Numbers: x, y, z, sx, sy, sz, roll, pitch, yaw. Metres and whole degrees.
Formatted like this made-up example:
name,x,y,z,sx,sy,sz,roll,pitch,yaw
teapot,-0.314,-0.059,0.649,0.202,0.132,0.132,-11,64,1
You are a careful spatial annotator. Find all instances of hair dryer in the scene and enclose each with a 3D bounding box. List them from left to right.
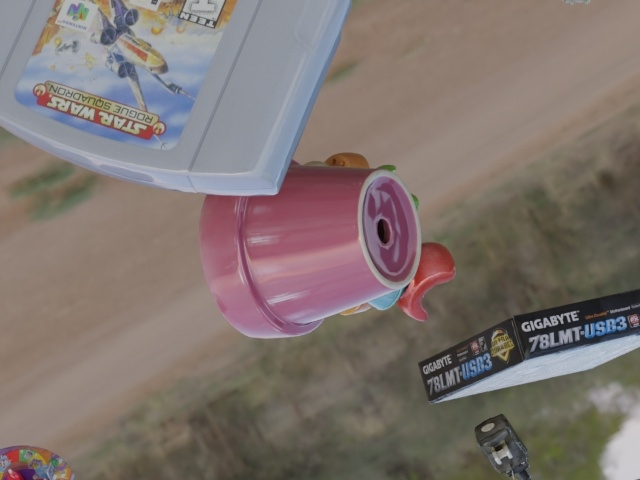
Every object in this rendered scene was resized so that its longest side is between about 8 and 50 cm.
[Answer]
name,x,y,z,sx,sy,sz,roll,pitch,yaw
hair dryer,0.176,0.326,1.488,0.080,0.293,0.223,-10,-138,23

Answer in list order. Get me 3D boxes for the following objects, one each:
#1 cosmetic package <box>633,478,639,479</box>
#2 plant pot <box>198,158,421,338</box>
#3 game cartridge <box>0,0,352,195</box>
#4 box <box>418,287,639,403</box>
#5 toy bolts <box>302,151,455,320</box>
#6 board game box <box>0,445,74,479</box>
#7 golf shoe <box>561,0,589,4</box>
name,x,y,z,sx,sy,sz,roll,pitch,yaw
cosmetic package,0.354,0.313,1.422,0.225,0.224,0.138,-18,-143,8
plant pot,0.000,0.000,1.736,0.180,0.201,0.201,-9,-175,32
game cartridge,-0.146,-0.149,1.282,0.062,0.297,0.198,73,37,-68
box,0.332,0.148,2.307,0.293,0.073,0.295,-11,168,-25
toy bolts,0.036,0.021,2.057,0.158,0.228,0.218,9,119,-34
board game box,-0.362,0.302,1.847,0.133,0.168,0.033,5,146,17
golf shoe,0.239,-0.315,1.601,0.069,0.176,0.086,10,-126,41
